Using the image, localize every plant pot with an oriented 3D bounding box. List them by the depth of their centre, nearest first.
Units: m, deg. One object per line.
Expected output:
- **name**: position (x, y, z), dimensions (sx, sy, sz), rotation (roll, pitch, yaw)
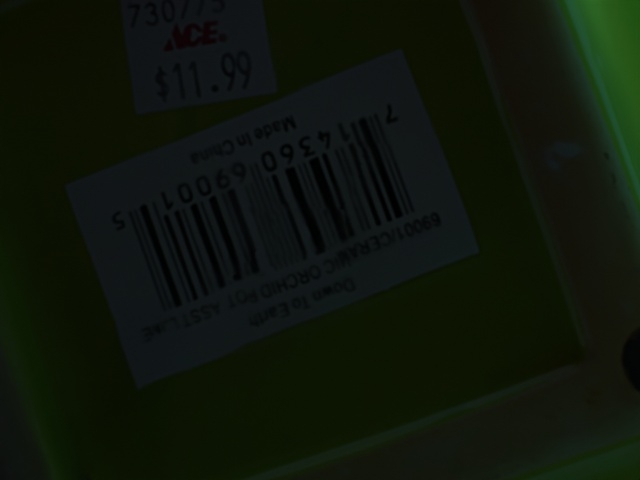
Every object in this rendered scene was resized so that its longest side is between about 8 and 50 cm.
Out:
- **plant pot**: position (0.000, 0.000, 0.530), dimensions (0.207, 0.228, 0.227), rotation (30, 41, -80)
